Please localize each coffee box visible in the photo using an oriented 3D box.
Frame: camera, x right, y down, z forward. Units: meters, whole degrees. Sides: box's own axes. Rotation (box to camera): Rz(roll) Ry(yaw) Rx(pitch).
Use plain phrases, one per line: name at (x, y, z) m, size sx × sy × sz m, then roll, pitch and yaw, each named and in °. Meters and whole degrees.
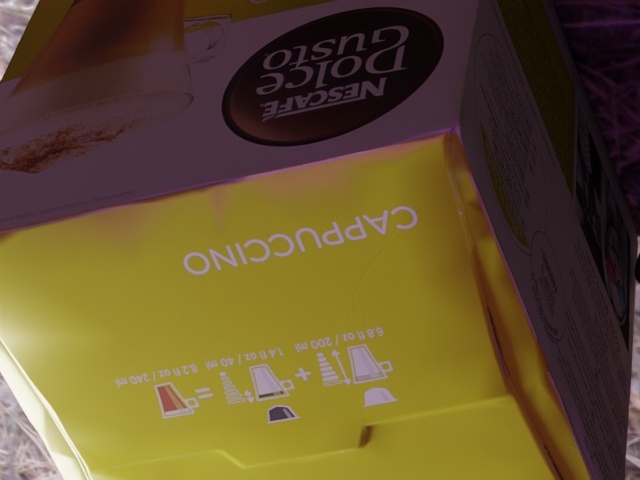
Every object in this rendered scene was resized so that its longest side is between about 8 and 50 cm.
coffee box at (0.000, 0.000, 1.294) m, size 0.337 × 0.334 × 0.338 m, roll -11°, pitch 125°, yaw 19°

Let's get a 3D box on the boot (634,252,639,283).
boot at (0.384, 0.008, 1.344) m, size 0.220 × 0.109 × 0.283 m, roll 34°, pitch 123°, yaw -14°
